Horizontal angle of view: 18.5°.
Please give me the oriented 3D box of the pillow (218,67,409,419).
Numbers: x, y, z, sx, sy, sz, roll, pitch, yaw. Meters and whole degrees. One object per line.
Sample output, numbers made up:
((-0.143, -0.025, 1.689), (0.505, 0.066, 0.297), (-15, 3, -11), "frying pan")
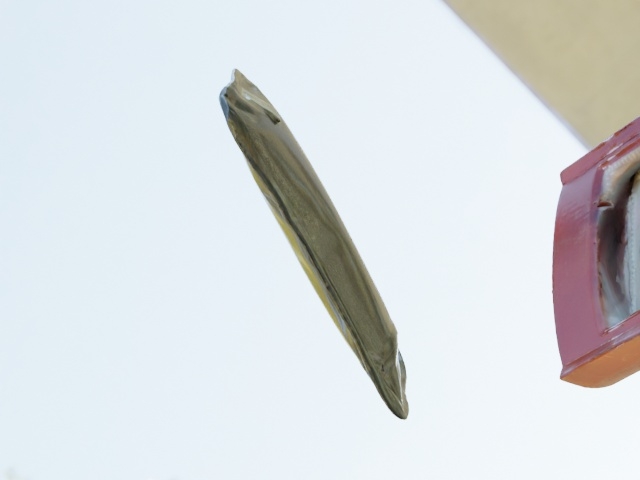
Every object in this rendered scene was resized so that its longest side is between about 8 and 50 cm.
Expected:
((-0.001, 0.000, 1.140), (0.033, 0.217, 0.130), (-27, 13, 9), "pillow")

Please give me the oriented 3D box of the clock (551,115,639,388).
((0.170, -0.006, 0.891), (0.061, 0.113, 0.155), (14, -27, -21), "clock")
